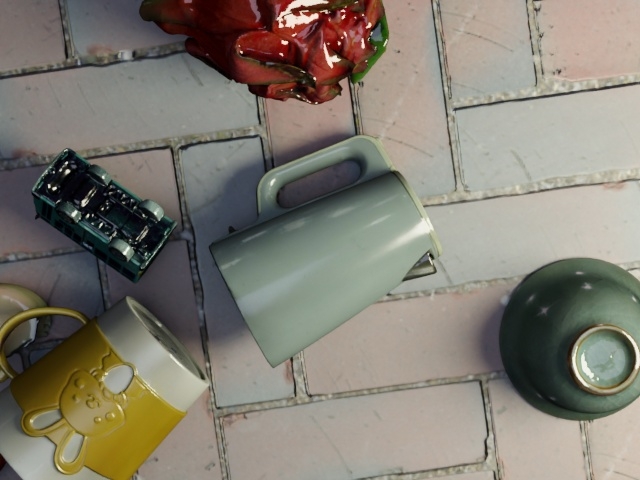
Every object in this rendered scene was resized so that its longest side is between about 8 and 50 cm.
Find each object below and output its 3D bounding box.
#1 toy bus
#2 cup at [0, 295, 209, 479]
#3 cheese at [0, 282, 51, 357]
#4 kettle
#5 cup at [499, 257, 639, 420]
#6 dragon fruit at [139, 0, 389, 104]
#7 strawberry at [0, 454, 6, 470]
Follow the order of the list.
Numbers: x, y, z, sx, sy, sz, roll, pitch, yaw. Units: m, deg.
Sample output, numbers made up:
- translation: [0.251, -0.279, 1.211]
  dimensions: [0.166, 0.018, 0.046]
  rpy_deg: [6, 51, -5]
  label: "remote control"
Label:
- translation: [-0.259, -0.027, 1.437]
  dimensions: [0.160, 0.092, 0.079]
  rpy_deg: [35, 65, -2]
  label: "toy bus"
- translation: [-0.276, 0.170, 1.414]
  dimensions: [0.226, 0.185, 0.241]
  rpy_deg: [-42, 90, -1]
  label: "cup"
- translation: [-0.415, 0.101, 1.475]
  dimensions: [0.171, 0.047, 0.092]
  rpy_deg: [-9, 92, 2]
  label: "cheese"
- translation: [0.000, 0.000, 1.421]
  dimensions: [0.243, 0.160, 0.211]
  rpy_deg: [-29, 65, -3]
  label: "kettle"
- translation: [0.313, 0.125, 1.401]
  dimensions: [0.199, 0.150, 0.199]
  rpy_deg: [0, 94, 3]
  label: "cup"
- translation: [-0.070, -0.255, 1.339]
  dimensions: [0.293, 0.234, 0.234]
  rpy_deg: [-1, 95, -15]
  label: "dragon fruit"
- translation: [-0.454, 0.259, 1.453]
  dimensions: [0.148, 0.131, 0.131]
  rpy_deg: [8, 95, 6]
  label: "strawberry"
